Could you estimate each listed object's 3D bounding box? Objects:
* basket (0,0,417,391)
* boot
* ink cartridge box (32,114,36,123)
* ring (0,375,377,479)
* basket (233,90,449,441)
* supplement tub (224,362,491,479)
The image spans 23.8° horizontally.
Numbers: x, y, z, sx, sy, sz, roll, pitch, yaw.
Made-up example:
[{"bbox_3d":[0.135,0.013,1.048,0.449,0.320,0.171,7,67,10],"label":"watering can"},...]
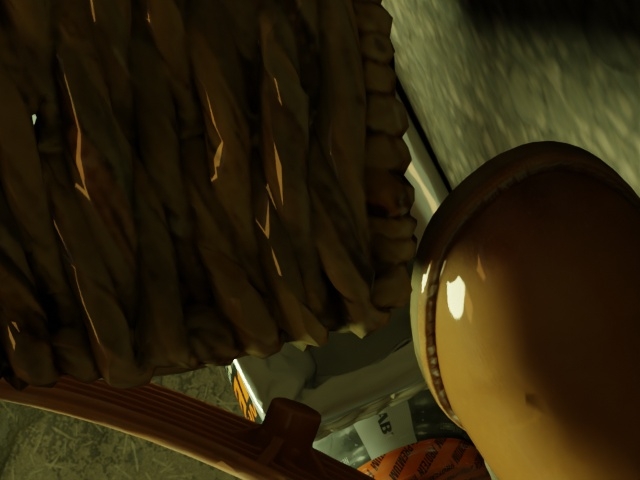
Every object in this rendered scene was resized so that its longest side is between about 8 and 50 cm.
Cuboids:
[{"bbox_3d":[-0.109,-0.122,0.391,0.223,0.213,0.299,-137,40,-73],"label":"basket"},{"bbox_3d":[0.096,0.080,0.350,0.197,0.073,0.152,62,176,-34],"label":"boot"},{"bbox_3d":[-0.236,-0.113,1.405,0.130,0.309,0.272,-130,18,-72],"label":"ink cartridge box"},{"bbox_3d":[-0.052,0.079,0.456,0.336,0.336,0.032,-135,65,-75],"label":"ring"},{"bbox_3d":[0.000,0.000,0.691,0.103,0.113,0.167,73,172,-75],"label":"basket"},{"bbox_3d":[0.012,0.072,0.823,0.117,0.117,0.190,75,170,-54],"label":"supplement tub"}]
